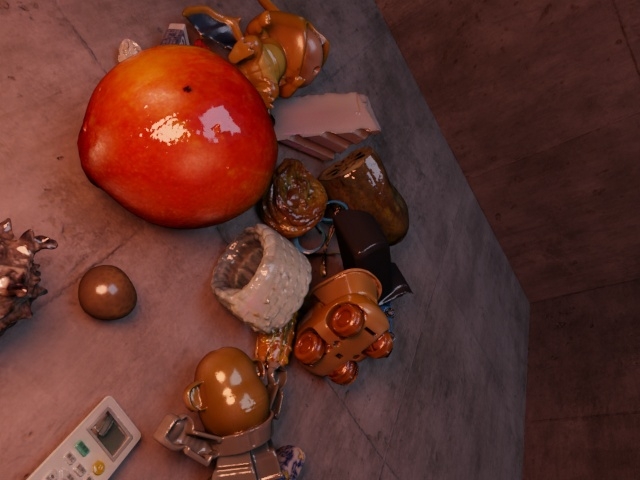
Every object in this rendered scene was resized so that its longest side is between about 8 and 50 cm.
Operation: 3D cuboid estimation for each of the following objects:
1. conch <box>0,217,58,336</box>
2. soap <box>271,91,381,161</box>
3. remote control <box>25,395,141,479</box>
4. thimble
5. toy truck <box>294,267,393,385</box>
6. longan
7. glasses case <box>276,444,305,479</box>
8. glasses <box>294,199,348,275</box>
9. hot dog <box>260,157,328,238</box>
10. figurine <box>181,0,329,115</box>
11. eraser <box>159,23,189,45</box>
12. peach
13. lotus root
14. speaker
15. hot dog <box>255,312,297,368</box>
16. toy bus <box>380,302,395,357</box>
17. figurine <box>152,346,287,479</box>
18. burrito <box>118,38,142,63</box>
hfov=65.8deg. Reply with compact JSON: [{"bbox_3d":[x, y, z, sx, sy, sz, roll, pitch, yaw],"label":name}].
[{"bbox_3d":[-0.536,0.060,0.682,0.240,0.186,0.313,41,55,6],"label":"conch"},{"bbox_3d":[0.010,-0.398,1.598,0.302,0.257,0.159,8,67,-52],"label":"soap"},{"bbox_3d":[-0.410,0.386,0.784,0.103,0.051,0.293,60,31,-14],"label":"remote control"},{"bbox_3d":[-0.142,0.088,1.174,0.172,0.204,0.250,43,40,-32],"label":"thimble"},{"bbox_3d":[0.060,0.236,1.343,0.204,0.288,0.212,40,19,-35],"label":"toy truck"},{"bbox_3d":[-0.393,0.097,0.921,0.113,0.092,0.113,44,28,-31],"label":"longan"},{"bbox_3d":[-0.118,0.547,1.073,0.248,0.086,0.065,-43,113,-52],"label":"glasses case"},{"bbox_3d":[0.027,0.000,1.533,0.239,0.102,0.207,-53,125,-32],"label":"glasses"},{"bbox_3d":[-0.073,-0.136,1.467,0.196,0.122,0.272,45,42,-16],"label":"hot dog"},{"bbox_3d":[-0.169,-0.551,1.425,0.401,0.267,0.387,51,40,-20],"label":"figurine"},{"bbox_3d":[-0.372,-0.444,1.236,0.092,0.046,0.213,92,1,-54],"label":"eraser"},{"bbox_3d":[-0.287,-0.199,1.011,0.388,0.388,0.389,30,50,-43],"label":"peach"},{"bbox_3d":[0.163,-0.129,1.676,0.346,0.250,0.251,51,38,-25],"label":"lotus root"},{"bbox_3d":[0.169,0.056,1.520,0.388,0.184,0.180,73,-8,-54],"label":"speaker"},{"bbox_3d":[-0.111,0.205,1.281,0.115,0.072,0.269,30,50,-33],"label":"hot dog"},{"bbox_3d":[0.187,0.278,1.617,0.090,0.106,0.185,95,-1,-57],"label":"toy bus"},{"bbox_3d":[-0.178,0.362,1.018,0.342,0.166,0.285,-19,97,-76],"label":"figurine"},{"bbox_3d":[-0.427,-0.370,1.154,0.064,0.064,0.203,-11,84,-56],"label":"burrito"}]
